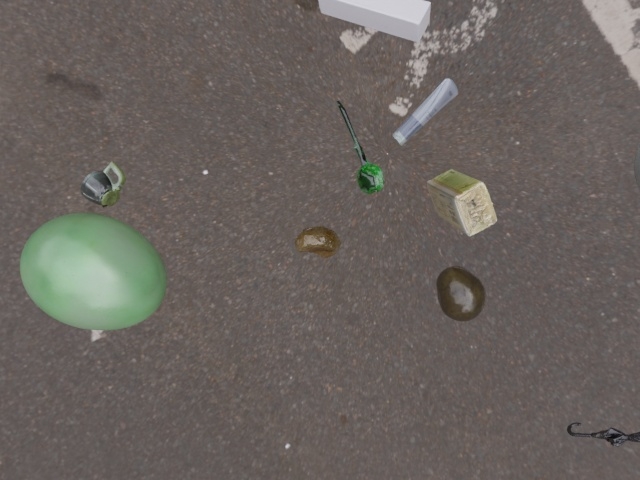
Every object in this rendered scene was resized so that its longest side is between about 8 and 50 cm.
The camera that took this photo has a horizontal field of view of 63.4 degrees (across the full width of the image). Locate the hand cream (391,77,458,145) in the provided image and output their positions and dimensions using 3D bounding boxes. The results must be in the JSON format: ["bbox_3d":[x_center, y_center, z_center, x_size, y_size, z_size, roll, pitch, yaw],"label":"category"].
[{"bbox_3d":[0.341,-0.414,1.684,0.255,0.079,0.048,-45,47,10],"label":"hand cream"}]

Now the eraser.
[{"bbox_3d":[0.144,-0.633,1.410,0.298,0.076,0.078,23,76,15],"label":"eraser"}]

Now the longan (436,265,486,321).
[{"bbox_3d":[0.465,0.175,1.728,0.167,0.167,0.187,-36,71,11],"label":"longan"}]

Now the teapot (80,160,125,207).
[{"bbox_3d":[-0.608,-0.150,1.460,0.091,0.092,0.124,38,123,20],"label":"teapot"}]

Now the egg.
[{"bbox_3d":[-0.436,0.062,1.012,0.270,0.220,0.220,25,102,-17],"label":"egg"}]

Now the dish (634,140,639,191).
[{"bbox_3d":[0.383,-0.051,0.373,0.257,0.117,0.256,8,133,9],"label":"dish"}]

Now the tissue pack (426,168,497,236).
[{"bbox_3d":[0.476,-0.132,1.761,0.125,0.234,0.159,-29,111,-1],"label":"tissue pack"}]

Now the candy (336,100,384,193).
[{"bbox_3d":[0.123,-0.306,1.697,0.097,0.097,0.323,-22,100,10],"label":"candy"}]

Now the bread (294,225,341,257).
[{"bbox_3d":[0.000,0.000,1.239,0.082,0.113,0.060,-27,58,36],"label":"bread"}]

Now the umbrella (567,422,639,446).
[{"bbox_3d":[0.319,0.195,0.510,0.149,0.022,0.022,-12,114,46],"label":"umbrella"}]
